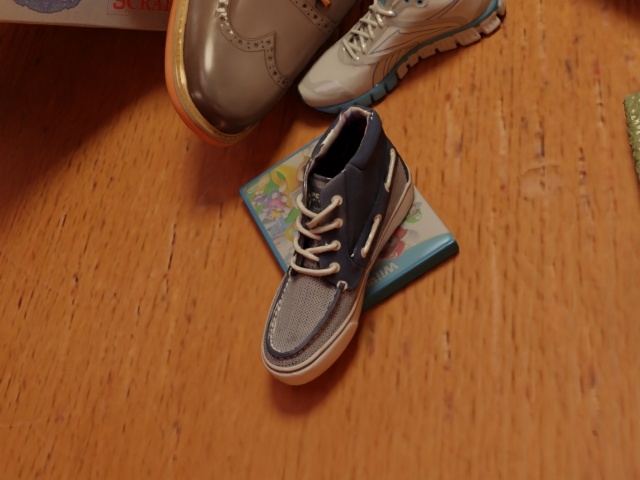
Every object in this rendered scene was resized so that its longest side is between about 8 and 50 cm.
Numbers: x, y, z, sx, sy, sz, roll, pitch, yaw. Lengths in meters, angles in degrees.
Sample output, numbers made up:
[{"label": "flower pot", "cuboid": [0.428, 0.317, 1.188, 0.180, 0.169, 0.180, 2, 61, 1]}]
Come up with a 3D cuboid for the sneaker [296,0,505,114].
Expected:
[{"label": "sneaker", "cuboid": [0.056, -0.179, 0.799, 0.190, 0.083, 0.071, -33, 51, 3]}]

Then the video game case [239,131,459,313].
[{"label": "video game case", "cuboid": [0.016, -0.018, 0.745, 0.119, 0.015, 0.166, -33, 49, 1]}]

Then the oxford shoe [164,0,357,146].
[{"label": "oxford shoe", "cuboid": [-0.015, -0.238, 0.820, 0.132, 0.130, 0.364, -11, 48, 48]}]

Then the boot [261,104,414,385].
[{"label": "boot", "cuboid": [0.000, 0.000, 0.671, 0.069, 0.086, 0.190, 10, 62, 32]}]

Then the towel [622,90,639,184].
[{"label": "towel", "cuboid": [0.263, -0.054, 0.641, 0.110, 0.027, 0.148, -16, 52, 17]}]

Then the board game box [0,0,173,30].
[{"label": "board game box", "cuboid": [-0.312, -0.268, 0.920, 0.318, 0.318, 0.066, 27, 115, 38]}]
